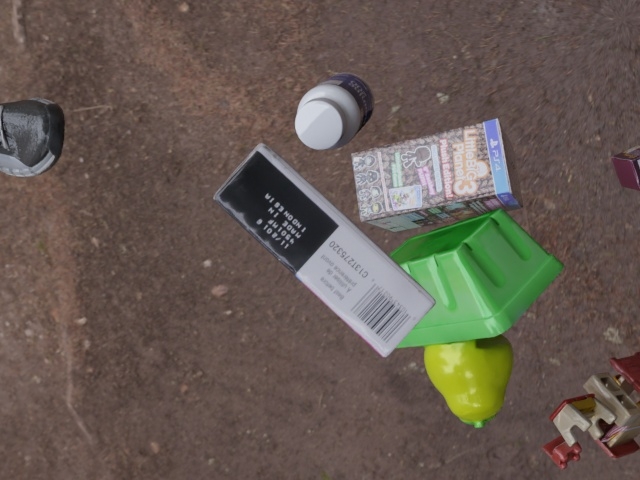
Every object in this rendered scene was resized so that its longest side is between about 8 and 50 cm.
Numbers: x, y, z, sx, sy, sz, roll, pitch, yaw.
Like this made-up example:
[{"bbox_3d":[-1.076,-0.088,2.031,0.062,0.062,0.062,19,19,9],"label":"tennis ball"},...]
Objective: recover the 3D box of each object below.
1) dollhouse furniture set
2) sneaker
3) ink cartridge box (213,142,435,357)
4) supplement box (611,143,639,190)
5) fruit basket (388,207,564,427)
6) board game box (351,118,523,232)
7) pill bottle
[{"bbox_3d":[0.622,0.393,1.594,0.152,0.373,0.201,55,134,40],"label":"dollhouse furniture set"},{"bbox_3d":[-0.390,-0.114,0.764,0.228,0.132,0.086,0,89,39],"label":"sneaker"},{"bbox_3d":[0.000,0.000,0.684,0.175,0.371,0.069,42,93,-2],"label":"ink cartridge box"},{"bbox_3d":[0.791,-0.191,1.613,0.188,0.104,0.081,-24,101,3],"label":"supplement box"},{"bbox_3d":[0.300,0.165,1.414,0.392,0.283,0.392,31,141,29],"label":"fruit basket"},{"bbox_3d":[0.240,-0.119,1.405,0.290,0.232,0.141,-11,81,20],"label":"board game box"},{"bbox_3d":[0.014,-0.135,0.736,0.067,0.120,0.067,6,114,14],"label":"pill bottle"}]
